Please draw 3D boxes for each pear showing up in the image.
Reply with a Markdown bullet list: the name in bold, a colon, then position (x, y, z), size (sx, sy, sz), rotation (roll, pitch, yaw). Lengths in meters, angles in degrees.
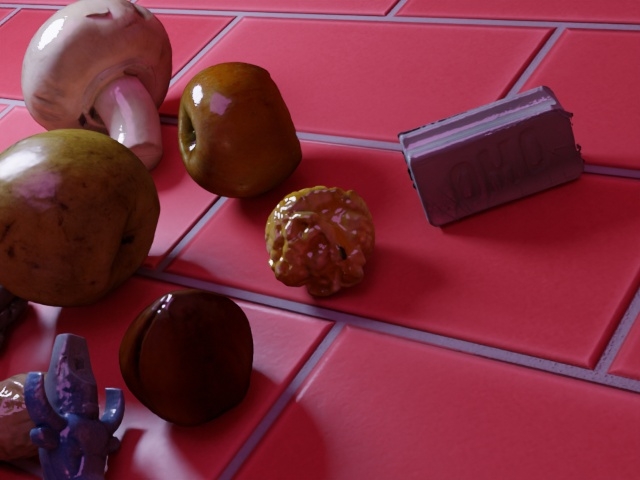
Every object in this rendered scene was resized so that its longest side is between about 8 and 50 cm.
- **pear**: position (-0.432, -0.039, 1.841), size (0.304, 0.303, 0.304), rotation (-14, 37, 11)

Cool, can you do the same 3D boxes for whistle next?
- **whistle**: position (-0.341, 0.259, 1.544), size (0.093, 0.180, 0.269), rotation (-15, 70, 27)

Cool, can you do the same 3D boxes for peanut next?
- **peanut**: position (-0.498, 0.270, 1.641), size (0.299, 0.120, 0.136), rotation (-12, 10, 16)

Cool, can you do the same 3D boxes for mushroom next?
- **mushroom**: position (-0.440, -0.299, 2.210), size (0.315, 0.355, 0.315), rotation (2, -1, 0)

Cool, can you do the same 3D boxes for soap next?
- **soap**: position (0.266, -0.129, 1.728), size (0.262, 0.150, 0.094), rotation (-19, 42, 5)

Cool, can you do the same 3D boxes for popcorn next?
- **popcorn**: position (0.000, 0.000, 1.716), size (0.180, 0.180, 0.170), rotation (-20, 8, 3)

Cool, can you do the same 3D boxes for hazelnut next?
- **hazelnut**: position (-0.191, 0.150, 1.565), size (0.208, 0.208, 0.208), rotation (-14, 37, 11)

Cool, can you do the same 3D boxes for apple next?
- **apple**: position (-0.137, -0.190, 1.940), size (0.208, 0.236, 0.237), rotation (-10, 31, -24)

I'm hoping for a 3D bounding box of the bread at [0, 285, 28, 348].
- **bread**: position (-0.604, 0.126, 1.893), size (0.183, 0.102, 0.337), rotation (-4, 41, 23)
